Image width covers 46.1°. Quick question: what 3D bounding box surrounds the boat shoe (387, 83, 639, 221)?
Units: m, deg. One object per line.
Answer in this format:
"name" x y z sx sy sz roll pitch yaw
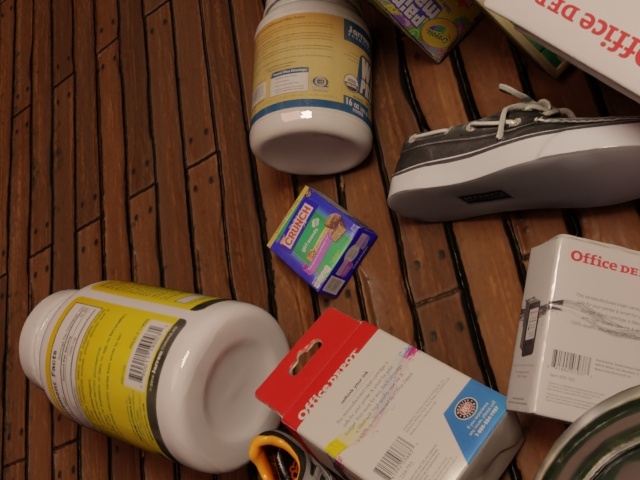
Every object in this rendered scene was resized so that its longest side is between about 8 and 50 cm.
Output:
"boat shoe" 0.198 -0.089 0.730 0.306 0.113 0.105 -11 61 51

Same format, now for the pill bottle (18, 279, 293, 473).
"pill bottle" -0.212 0.147 0.906 0.333 0.188 0.188 6 78 39

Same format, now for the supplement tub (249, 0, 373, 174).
"supplement tub" -0.010 -0.193 0.901 0.144 0.144 0.200 -12 67 34

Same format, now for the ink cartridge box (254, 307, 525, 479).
"ink cartridge box" 0.061 0.172 0.732 0.231 0.078 0.134 25 65 41

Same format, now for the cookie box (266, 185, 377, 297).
"cookie box" 0.000 0.000 0.892 0.107 0.040 0.092 39 100 40

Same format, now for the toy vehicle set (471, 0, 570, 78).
"toy vehicle set" 0.195 -0.298 0.709 0.166 0.267 0.035 -49 28 14

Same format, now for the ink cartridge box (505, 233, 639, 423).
"ink cartridge box" 0.230 0.082 0.640 0.109 0.063 0.151 14 79 -5

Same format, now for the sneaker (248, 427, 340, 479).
"sneaker" -0.003 0.277 0.770 0.084 0.083 0.215 -53 52 8

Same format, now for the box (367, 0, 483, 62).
"box" 0.047 -0.393 0.835 0.177 0.290 0.279 -47 53 14

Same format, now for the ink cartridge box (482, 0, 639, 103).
"ink cartridge box" 0.315 -0.242 0.603 0.198 0.197 0.270 48 117 39

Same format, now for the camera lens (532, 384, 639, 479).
"camera lens" 0.265 0.206 0.463 0.219 0.274 0.219 -14 66 34
